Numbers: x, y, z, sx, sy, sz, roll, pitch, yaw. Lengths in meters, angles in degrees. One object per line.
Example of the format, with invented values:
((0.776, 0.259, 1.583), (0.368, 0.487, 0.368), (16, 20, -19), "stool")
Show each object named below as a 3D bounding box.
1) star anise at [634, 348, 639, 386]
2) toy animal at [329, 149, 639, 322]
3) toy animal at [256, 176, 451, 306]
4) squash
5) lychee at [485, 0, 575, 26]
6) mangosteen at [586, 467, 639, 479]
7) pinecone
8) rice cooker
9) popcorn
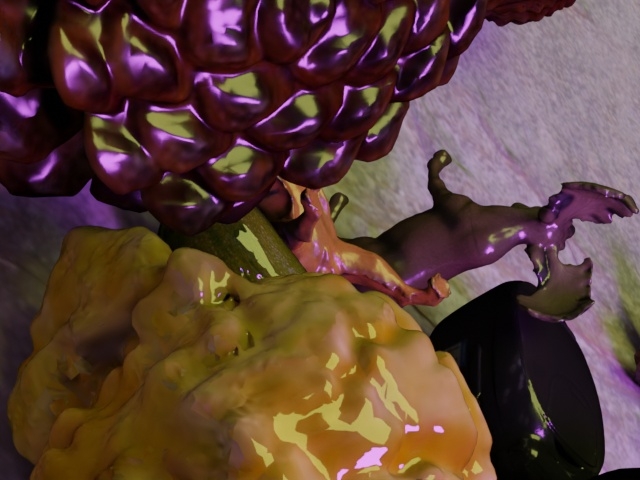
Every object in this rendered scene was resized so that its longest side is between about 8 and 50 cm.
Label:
((0.375, 0.133, 1.472), (0.236, 0.093, 0.229), (36, 42, -28), "star anise")
((0.117, 0.003, 1.139), (0.186, 0.214, 0.094), (-122, -173, -63), "toy animal")
((-0.006, 0.000, 1.079), (0.114, 0.116, 0.255), (-18, 83, -51), "toy animal")
((0.006, 0.096, 1.037), (0.331, 0.087, 0.087), (48, 36, -12), "squash")
((0.167, -0.352, 1.402), (0.330, 0.306, 0.306), (42, 28, 24), "lychee")
((0.229, 0.308, 0.992), (0.297, 0.297, 0.313), (30, 80, -36), "mangosteen")
((-0.100, -0.200, 0.883), (0.397, 0.397, 0.398), (31, 44, -35), "pinecone")
((0.142, 0.126, 1.154), (0.142, 0.118, 0.203), (48, 33, -29), "rice cooker")
((-0.048, 0.122, 0.809), (0.332, 0.265, 0.225), (57, 0, 29), "popcorn")
